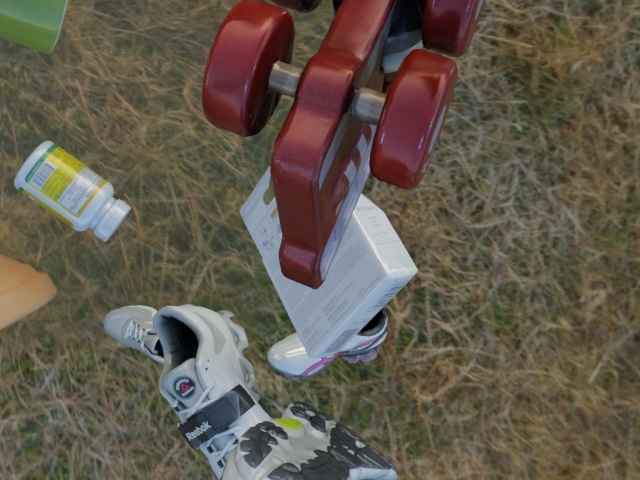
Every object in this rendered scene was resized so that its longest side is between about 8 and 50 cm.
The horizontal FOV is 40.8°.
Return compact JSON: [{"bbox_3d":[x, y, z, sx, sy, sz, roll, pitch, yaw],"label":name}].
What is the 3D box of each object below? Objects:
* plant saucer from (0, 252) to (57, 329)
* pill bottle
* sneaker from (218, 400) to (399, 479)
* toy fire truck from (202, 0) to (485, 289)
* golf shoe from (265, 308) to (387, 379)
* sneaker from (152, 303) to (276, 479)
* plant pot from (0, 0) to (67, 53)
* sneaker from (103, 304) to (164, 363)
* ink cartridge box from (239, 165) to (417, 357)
[{"bbox_3d":[-0.233,0.051,0.427,0.200,0.200,0.037,-23,97,-14],"label":"plant saucer"},{"bbox_3d":[-0.485,-0.092,1.697,0.208,0.117,0.117,36,89,-9],"label":"pill bottle"},{"bbox_3d":[-0.020,0.203,0.703,0.110,0.107,0.275,-60,157,6],"label":"sneaker"},{"bbox_3d":[0.030,-0.133,0.730,0.169,0.254,0.302,19,67,8],"label":"toy fire truck"},{"bbox_3d":[0.009,0.132,1.173,0.186,0.067,0.086,-12,135,-33],"label":"golf shoe"},{"bbox_3d":[-0.143,0.225,1.131,0.122,0.330,0.146,-42,145,17],"label":"sneaker"},{"bbox_3d":[-0.624,-0.509,1.573,0.293,0.275,0.275,8,101,-26],"label":"plant pot"},{"bbox_3d":[-0.360,0.204,1.842,0.262,0.121,0.099,17,90,16],"label":"sneaker"},{"bbox_3d":[0.000,0.000,1.028,0.056,0.225,0.181,-5,147,-39],"label":"ink cartridge box"}]
